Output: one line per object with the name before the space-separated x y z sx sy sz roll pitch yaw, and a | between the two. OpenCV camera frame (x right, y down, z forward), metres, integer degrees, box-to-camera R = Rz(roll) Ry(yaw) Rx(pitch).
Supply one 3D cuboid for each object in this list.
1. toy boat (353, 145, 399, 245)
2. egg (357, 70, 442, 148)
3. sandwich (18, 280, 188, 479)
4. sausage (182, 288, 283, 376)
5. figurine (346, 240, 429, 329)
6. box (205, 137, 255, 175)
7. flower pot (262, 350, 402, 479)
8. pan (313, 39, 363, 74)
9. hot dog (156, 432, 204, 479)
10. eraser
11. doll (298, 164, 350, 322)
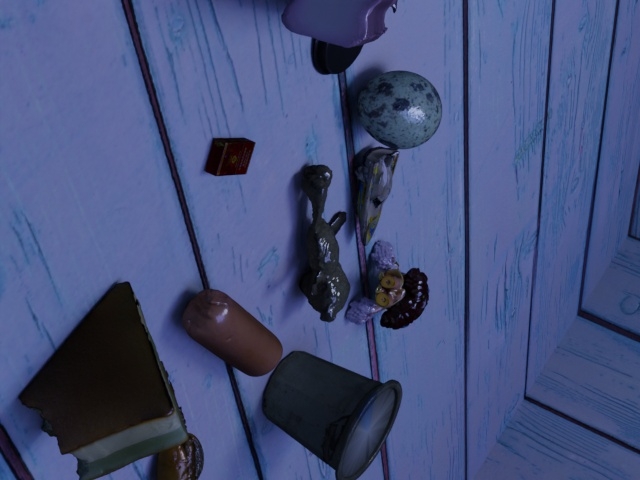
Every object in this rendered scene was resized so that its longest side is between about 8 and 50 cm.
toy boat | 0.093 -0.077 2.090 0.084 0.066 0.210 -35 142 -45
egg | 0.131 -0.222 1.956 0.172 0.132 0.132 4 109 -51
sandwich | -0.295 0.187 1.525 0.186 0.220 0.108 -20 146 -6
sausage | -0.135 0.150 1.824 0.086 0.086 0.289 -61 156 -10
figurine | 0.144 0.103 2.290 0.175 0.115 0.240 -66 155 1
box | -0.129 -0.120 1.664 0.082 0.023 0.051 -10 120 -61
flower pot | 0.012 0.313 2.116 0.212 0.202 0.212 -44 147 -40
pan | 0.049 -0.364 1.788 0.136 0.028 0.235 -13 123 -60
hot dog | -0.224 0.377 1.867 0.090 0.060 0.140 -14 118 -60
eraser | 0.058 -0.398 1.529 0.359 0.122 0.272 -62 169 -76
doll | 0.000 0.014 1.966 0.286 0.091 0.203 80 7 -67
